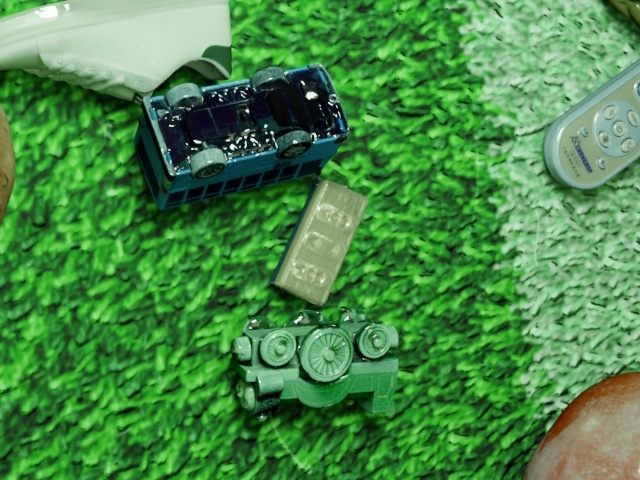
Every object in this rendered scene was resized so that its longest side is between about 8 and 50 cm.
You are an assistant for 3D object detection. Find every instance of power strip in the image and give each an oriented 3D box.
[{"bbox_3d":[0.000,0.000,1.548,0.056,0.032,0.123,26,84,-24],"label":"power strip"}]

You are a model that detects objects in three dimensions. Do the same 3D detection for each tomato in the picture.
[{"bbox_3d":[0.351,0.277,1.614,0.270,0.227,0.270,-3,98,-20],"label":"tomato"}]

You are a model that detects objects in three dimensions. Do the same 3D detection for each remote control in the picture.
[{"bbox_3d":[0.338,-0.141,1.669,0.244,0.047,0.087,-35,103,-16],"label":"remote control"}]

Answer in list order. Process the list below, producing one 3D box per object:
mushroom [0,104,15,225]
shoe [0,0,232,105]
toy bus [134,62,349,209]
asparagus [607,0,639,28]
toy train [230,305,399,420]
[{"bbox_3d":[-0.397,-0.056,1.318,0.278,0.146,0.278,1,88,-19],"label":"mushroom"},{"bbox_3d":[-0.195,-0.171,1.420,0.265,0.095,0.110,-18,102,-23],"label":"shoe"},{"bbox_3d":[-0.076,-0.098,1.467,0.184,0.106,0.090,-13,69,-21],"label":"toy bus"},{"bbox_3d":[0.303,-0.308,1.624,0.080,0.080,0.287,-44,101,-13],"label":"asparagus"},{"bbox_3d":[-0.006,0.123,1.539,0.178,0.071,0.105,-3,107,-24],"label":"toy train"}]
